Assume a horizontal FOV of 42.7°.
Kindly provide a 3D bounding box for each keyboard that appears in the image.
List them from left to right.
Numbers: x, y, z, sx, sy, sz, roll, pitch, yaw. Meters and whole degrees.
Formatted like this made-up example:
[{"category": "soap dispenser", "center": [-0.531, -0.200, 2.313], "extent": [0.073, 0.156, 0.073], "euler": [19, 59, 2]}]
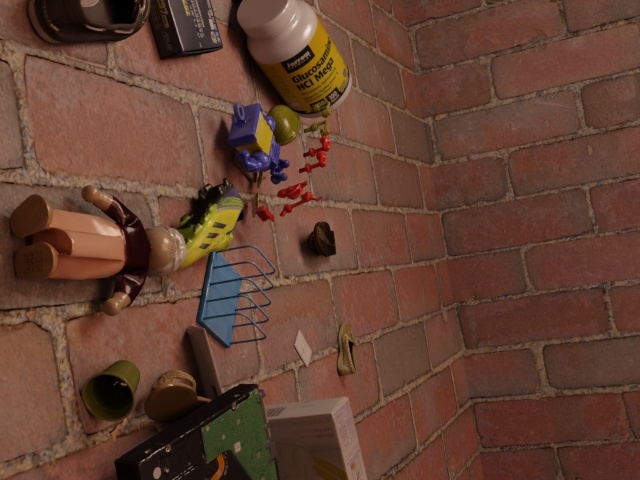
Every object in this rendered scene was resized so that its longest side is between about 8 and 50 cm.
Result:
[{"category": "keyboard", "center": [-0.200, 0.283, 1.538], "extent": [0.014, 0.072, 0.256], "euler": [-20, 100, -35]}]

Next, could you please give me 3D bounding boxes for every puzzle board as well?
[{"category": "puzzle board", "center": [-0.170, -0.210, 1.899], "extent": [0.096, 0.011, 0.128], "euler": [48, 37, -50]}]

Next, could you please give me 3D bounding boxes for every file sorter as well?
[{"category": "file sorter", "center": [-0.162, 0.110, 1.653], "extent": [0.118, 0.104, 0.170], "euler": [54, 33, -47]}]

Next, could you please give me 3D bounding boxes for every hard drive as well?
[{"category": "hard drive", "center": [-0.192, 0.408, 1.377], "extent": [0.339, 0.064, 0.237], "euler": [-24, 107, -57]}]

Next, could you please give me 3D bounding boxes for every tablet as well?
[{"category": "tablet", "center": [-0.042, 0.263, 2.002], "extent": [0.054, 0.006, 0.083], "euler": [-74, 145, -47]}]

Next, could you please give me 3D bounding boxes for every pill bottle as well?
[{"category": "pill bottle", "center": [-0.066, -0.470, 2.033], "extent": [0.334, 0.187, 0.188], "euler": [48, 38, -51]}]

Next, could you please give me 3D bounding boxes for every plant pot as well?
[{"category": "plant pot", "center": [-0.318, 0.226, 1.278], "extent": [0.079, 0.083, 0.083], "euler": [-72, 146, -72]}]

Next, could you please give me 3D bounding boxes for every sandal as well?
[{"category": "sandal", "center": [-0.254, 0.267, 1.436], "extent": [0.079, 0.088, 0.240], "euler": [55, 2, 29]}, {"category": "sandal", "center": [0.000, 0.000, 2.163], "extent": [0.219, 0.060, 0.090], "euler": [15, 72, -81]}]

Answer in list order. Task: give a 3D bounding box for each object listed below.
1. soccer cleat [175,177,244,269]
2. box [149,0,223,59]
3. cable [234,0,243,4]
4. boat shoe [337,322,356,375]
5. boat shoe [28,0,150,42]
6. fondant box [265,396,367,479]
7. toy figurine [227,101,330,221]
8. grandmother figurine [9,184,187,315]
[{"category": "soccer cleat", "center": [-0.213, -0.015, 1.594], "extent": [0.121, 0.093, 0.289], "euler": [63, 26, -23]}, {"category": "box", "center": [-0.290, -0.493, 1.673], "extent": [0.183, 0.059, 0.233], "euler": [-37, 114, -64]}, {"category": "cable", "center": [-0.203, -0.657, 1.987], "extent": [0.184, 0.047, 0.151], "euler": [63, 32, -40]}, {"category": "boat shoe", "center": [0.077, 0.292, 2.218], "extent": [0.056, 0.048, 0.153], "euler": [55, 33, -46]}, {"category": "boat shoe", "center": [-0.362, -0.401, 1.412], "extent": [0.335, 0.095, 0.112], "euler": [-49, 125, -62]}, {"category": "fondant box", "center": [-0.032, 0.489, 1.619], "extent": [0.096, 0.238, 0.330], "euler": [-30, 108, -67]}, {"category": "toy figurine", "center": [-0.110, -0.247, 1.818], "extent": [0.217, 0.191, 0.363], "euler": [50, 35, -40]}, {"category": "grandmother figurine", "center": [-0.331, 0.015, 1.304], "extent": [0.342, 0.104, 0.208], "euler": [3, 87, -64]}]
